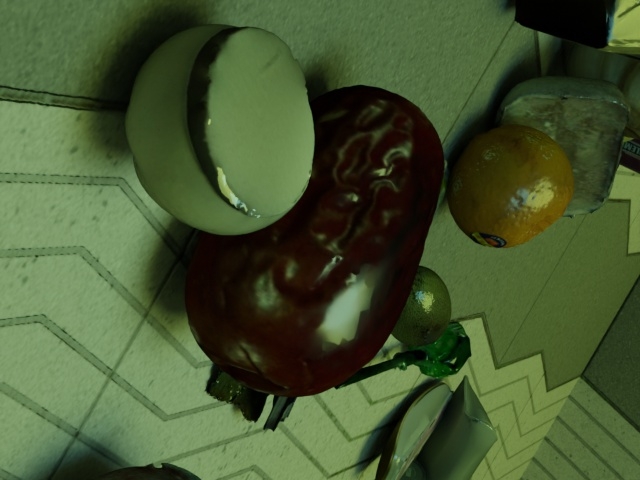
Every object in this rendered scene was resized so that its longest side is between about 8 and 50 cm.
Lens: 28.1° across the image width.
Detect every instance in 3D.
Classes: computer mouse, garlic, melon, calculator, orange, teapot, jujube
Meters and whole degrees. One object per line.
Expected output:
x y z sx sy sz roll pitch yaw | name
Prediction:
0.152 0.329 2.171 0.245 0.056 0.126 -43 159 -50 | computer mouse
0.472 -0.251 1.886 0.203 0.184 0.281 -40 -170 -15 | garlic
0.133 0.089 1.777 0.099 0.099 0.162 -52 157 -18 | melon
-0.003 0.104 1.490 0.274 0.028 0.165 114 2 -51 | calculator
0.258 -0.073 1.757 0.178 0.155 0.177 -17 151 -10 | orange
0.152 0.421 2.305 0.057 0.066 0.088 116 -10 -50 | teapot
0.000 0.000 1.255 0.318 0.223 0.223 -60 160 -21 | jujube

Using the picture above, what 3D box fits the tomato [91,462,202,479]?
-0.155 0.375 1.241 0.282 0.316 0.316 -40 155 -9 | tomato

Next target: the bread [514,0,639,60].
0.373 -0.312 1.616 0.212 0.224 0.142 -16 120 -33 | bread

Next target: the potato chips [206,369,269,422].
-0.082 0.145 1.484 0.142 0.026 0.209 -37 149 -40 | potato chips

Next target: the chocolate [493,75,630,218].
0.343 -0.144 1.868 0.303 0.185 0.100 85 14 -61 | chocolate

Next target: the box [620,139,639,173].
0.494 -0.179 2.050 0.069 0.224 0.120 -44 153 -44 | box

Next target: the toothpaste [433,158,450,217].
0.109 0.006 1.696 0.248 0.047 0.078 -61 164 -3 | toothpaste

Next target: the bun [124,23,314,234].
-0.091 -0.086 1.035 0.173 0.120 0.172 14 73 -54 | bun

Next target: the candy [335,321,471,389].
0.118 0.182 1.920 0.323 0.097 0.097 -10 128 -52 | candy

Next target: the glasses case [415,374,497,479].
0.238 0.380 2.307 0.128 0.083 0.308 -92 -161 -47 | glasses case
